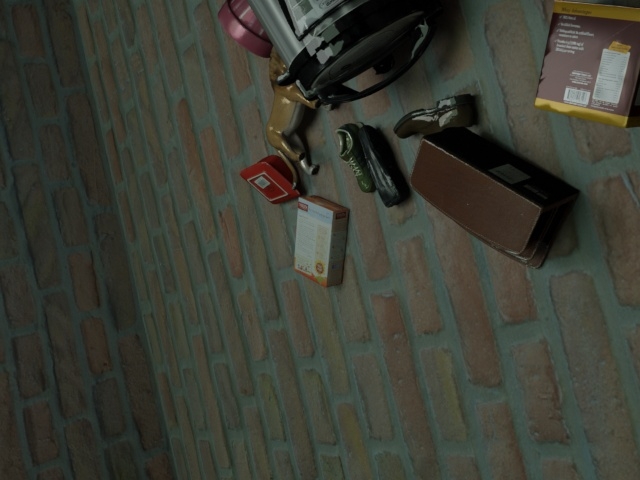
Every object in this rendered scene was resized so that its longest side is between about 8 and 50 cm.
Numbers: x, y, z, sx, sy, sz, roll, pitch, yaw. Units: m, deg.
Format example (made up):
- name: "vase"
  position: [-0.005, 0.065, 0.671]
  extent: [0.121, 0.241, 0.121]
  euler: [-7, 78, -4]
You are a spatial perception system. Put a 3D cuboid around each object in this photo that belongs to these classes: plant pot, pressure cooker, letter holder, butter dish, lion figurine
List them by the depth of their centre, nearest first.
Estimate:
- name: "letter holder"
  position: [0.341, -0.072, 1.479]
  extent: [0.302, 0.152, 0.214]
  euler: [38, 129, 31]
- name: "pressure cooker"
  position: [0.051, -0.535, 1.577]
  extent: [0.420, 0.375, 0.370]
  euler: [60, 153, -1]
- name: "lion figurine"
  position: [-0.088, -0.362, 1.985]
  extent: [0.240, 0.142, 0.392]
  euler: [38, 121, 27]
- name: "plant pot"
  position: [-0.164, -0.656, 1.997]
  extent: [0.180, 0.201, 0.201]
  euler: [-45, 62, 30]
- name: "butter dish"
  position: [-0.135, -0.203, 2.122]
  extent: [0.160, 0.118, 0.160]
  euler: [41, 150, -23]

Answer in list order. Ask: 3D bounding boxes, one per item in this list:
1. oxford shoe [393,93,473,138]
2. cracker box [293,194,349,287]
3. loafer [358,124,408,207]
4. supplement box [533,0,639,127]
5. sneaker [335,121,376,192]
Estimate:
- name: "oxford shoe"
  position: [0.258, -0.264, 1.627]
  extent: [0.227, 0.082, 0.096]
  euler: [-11, 92, 52]
- name: "cracker box"
  position: [0.000, 0.000, 2.027]
  extent: [0.155, 0.067, 0.232]
  euler: [26, 119, 45]
- name: "loafer"
  position: [0.147, -0.190, 1.788]
  extent: [0.078, 0.076, 0.223]
  euler: [-34, 75, 42]
- name: "supplement box"
  position: [0.514, -0.318, 1.250]
  extent: [0.191, 0.129, 0.194]
  euler: [28, 119, 46]
- name: "sneaker"
  position: [0.085, -0.217, 1.851]
  extent: [0.064, 0.086, 0.192]
  euler: [-13, 88, 52]
